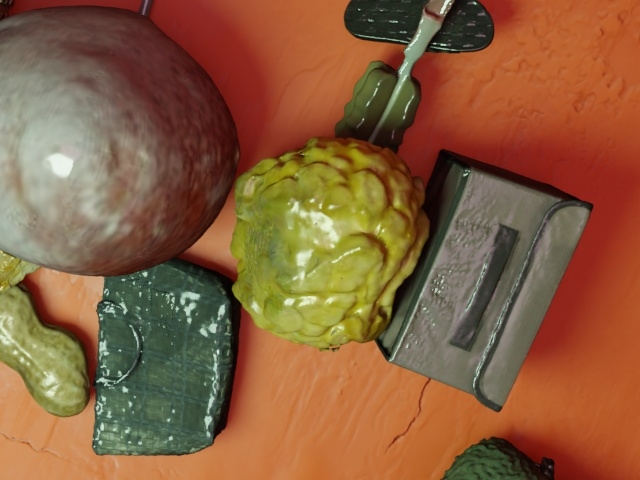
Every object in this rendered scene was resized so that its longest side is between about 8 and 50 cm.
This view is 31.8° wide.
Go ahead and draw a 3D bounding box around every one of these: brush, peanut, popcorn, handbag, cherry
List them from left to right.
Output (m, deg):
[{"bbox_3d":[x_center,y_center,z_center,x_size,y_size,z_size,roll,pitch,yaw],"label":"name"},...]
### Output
[{"bbox_3d":[-0.339,0.124,1.334,0.089,0.089,0.193,-40,98,2],"label":"peanut"},{"bbox_3d":[-0.261,-0.110,1.201,0.326,0.335,0.291,36,111,17],"label":"cherry"},{"bbox_3d":[-0.189,0.139,1.349,0.175,0.088,0.270,8,97,4],"label":"handbag"},{"bbox_3d":[0.000,0.000,1.262,0.250,0.190,0.250,0,90,38],"label":"popcorn"},{"bbox_3d":[0.101,-0.208,1.289,0.084,0.071,0.301,21,116,-11],"label":"brush"}]

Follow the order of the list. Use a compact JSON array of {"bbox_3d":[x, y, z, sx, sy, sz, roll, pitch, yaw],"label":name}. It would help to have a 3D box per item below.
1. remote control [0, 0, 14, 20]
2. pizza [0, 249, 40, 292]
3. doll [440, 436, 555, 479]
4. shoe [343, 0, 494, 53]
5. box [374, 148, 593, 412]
[{"bbox_3d":[-0.349,-0.347,1.265,0.055,0.103,0.277,24,95,-8],"label":"remote control"},{"bbox_3d":[-0.421,0.008,1.297,0.182,0.062,0.161,31,63,10],"label":"pizza"},{"bbox_3d":[0.264,0.402,1.322,0.247,0.247,0.349,-43,85,3],"label":"doll"},{"bbox_3d":[0.119,-0.256,1.331,0.179,0.049,0.071,7,85,14],"label":"shoe"},{"bbox_3d":[0.174,0.035,1.300,0.153,0.188,0.252,22,98,-8],"label":"box"}]
